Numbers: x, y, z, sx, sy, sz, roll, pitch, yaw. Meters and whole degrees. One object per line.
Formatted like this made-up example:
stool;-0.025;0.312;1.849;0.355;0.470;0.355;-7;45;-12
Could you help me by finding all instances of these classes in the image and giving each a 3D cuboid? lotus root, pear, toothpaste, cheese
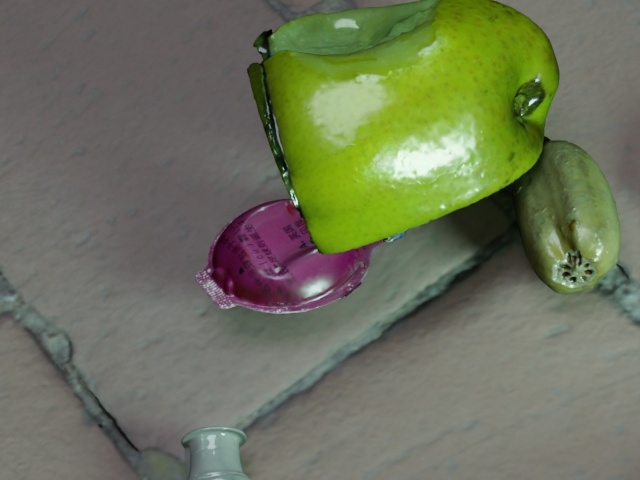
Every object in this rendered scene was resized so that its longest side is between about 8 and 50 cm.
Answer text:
lotus root;0.216;-0.029;1.578;0.090;0.077;0.183;-35;38;20
pear;0.081;-0.130;1.586;0.292;0.159;0.292;-14;23;6
toothpaste;-0.084;0.284;1.463;0.096;0.061;0.266;-10;58;9
cheese;0.000;0.000;1.642;0.244;0.062;0.155;-27;48;-21
